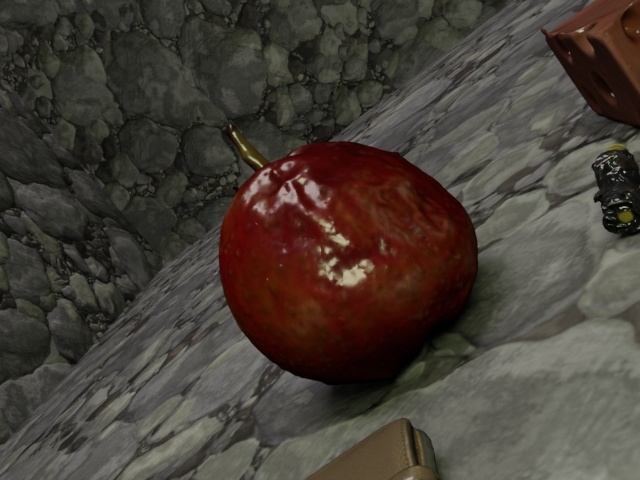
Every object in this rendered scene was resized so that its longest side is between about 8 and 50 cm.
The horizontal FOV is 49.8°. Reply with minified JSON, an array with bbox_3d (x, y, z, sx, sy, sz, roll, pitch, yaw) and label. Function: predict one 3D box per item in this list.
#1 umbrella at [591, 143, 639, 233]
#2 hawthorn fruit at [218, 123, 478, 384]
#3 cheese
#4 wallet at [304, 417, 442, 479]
[{"bbox_3d":[0.249,-0.049,0.579,0.037,0.040,0.144,-42,7,32],"label":"umbrella"},{"bbox_3d":[0.000,0.000,0.633,0.230,0.266,0.210,-44,-6,-40],"label":"hawthorn fruit"},{"bbox_3d":[0.351,-0.222,0.700,0.177,0.128,0.203,-37,10,11],"label":"cheese"},{"bbox_3d":[0.025,0.178,0.404,0.118,0.039,0.152,-38,15,16],"label":"wallet"}]
